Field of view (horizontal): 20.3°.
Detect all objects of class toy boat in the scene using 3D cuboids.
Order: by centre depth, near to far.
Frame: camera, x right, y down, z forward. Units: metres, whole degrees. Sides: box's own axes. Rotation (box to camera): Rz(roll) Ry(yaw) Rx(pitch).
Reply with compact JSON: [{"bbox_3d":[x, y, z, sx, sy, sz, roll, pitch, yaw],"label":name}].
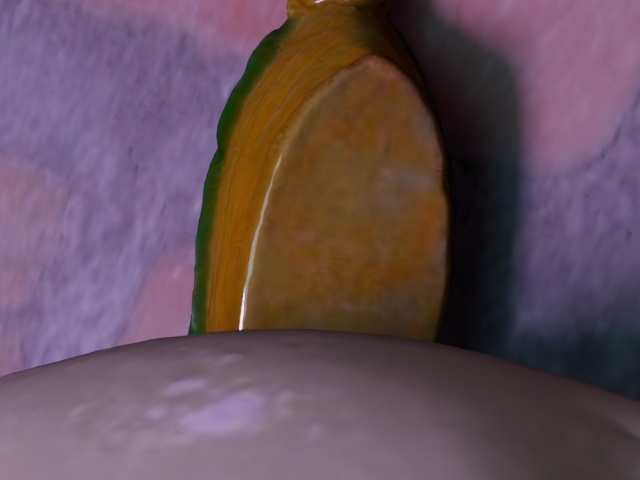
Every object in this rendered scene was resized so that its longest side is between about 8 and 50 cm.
[{"bbox_3d":[0.000,0.000,0.605,0.088,0.089,0.229,-173,92,-74],"label":"toy boat"}]

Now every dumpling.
[{"bbox_3d":[0.008,0.171,0.490,0.395,0.315,0.233,-14,33,15],"label":"dumpling"}]
